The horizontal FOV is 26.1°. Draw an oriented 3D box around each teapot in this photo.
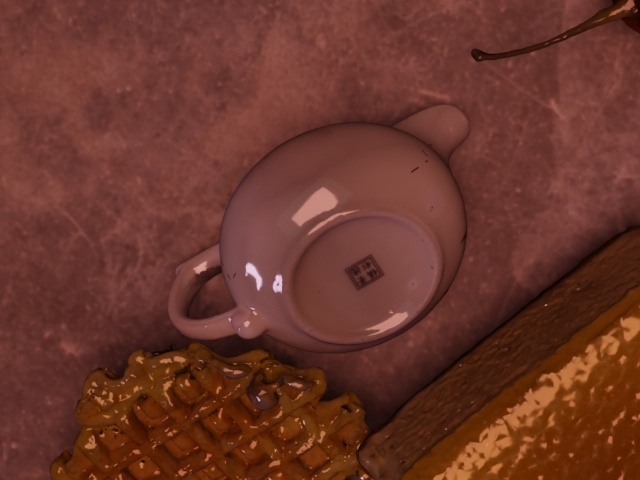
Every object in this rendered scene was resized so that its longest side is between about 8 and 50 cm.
[{"bbox_3d":[0.000,0.000,1.172,0.299,0.166,0.208,-22,138,11],"label":"teapot"}]

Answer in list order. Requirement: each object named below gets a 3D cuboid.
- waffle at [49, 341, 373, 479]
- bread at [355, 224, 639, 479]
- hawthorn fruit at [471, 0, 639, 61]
[{"bbox_3d":[-0.098,0.202,1.212,0.280,0.060,0.262,8,120,-9],"label":"waffle"},{"bbox_3d":[0.254,0.206,1.174,0.333,0.143,0.324,-38,102,-1],"label":"bread"},{"bbox_3d":[0.265,-0.198,1.125,0.285,0.165,0.165,-35,96,6],"label":"hawthorn fruit"}]
